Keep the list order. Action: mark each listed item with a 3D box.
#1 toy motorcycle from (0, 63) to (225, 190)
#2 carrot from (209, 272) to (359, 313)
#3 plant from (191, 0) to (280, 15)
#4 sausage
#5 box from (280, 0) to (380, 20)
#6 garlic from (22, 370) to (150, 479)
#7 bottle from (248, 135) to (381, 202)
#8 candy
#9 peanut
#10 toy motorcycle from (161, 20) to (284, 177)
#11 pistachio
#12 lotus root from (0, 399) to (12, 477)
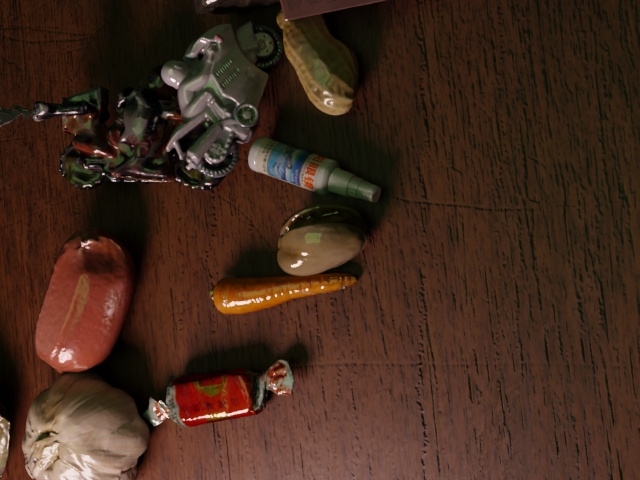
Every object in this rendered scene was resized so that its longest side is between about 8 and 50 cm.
[{"bbox_3d":[-0.346,-0.183,1.783,0.401,0.134,0.207,0,90,12],"label":"toy motorcycle"},{"bbox_3d":[-0.062,0.080,1.702,0.257,0.061,0.061,-6,88,23],"label":"carrot"},{"bbox_3d":[-0.142,-0.513,1.674,0.182,0.194,0.320,-8,93,23],"label":"plant"},{"bbox_3d":[-0.387,0.106,1.816,0.148,0.148,0.254,27,95,24],"label":"sausage"},{"bbox_3d":[0.030,-0.442,1.565,0.215,0.086,0.215,-9,115,12],"label":"box"},{"bbox_3d":[-0.399,0.331,1.818,0.228,0.152,0.227,-3,83,23],"label":"garlic"},{"bbox_3d":[-0.007,-0.103,1.672,0.217,0.060,0.060,21,100,23],"label":"bottle"},{"bbox_3d":[-0.165,0.248,1.751,0.292,0.059,0.086,-13,88,26],"label":"candy"},{"bbox_3d":[-0.002,-0.279,1.652,0.093,0.083,0.194,-29,77,18],"label":"peanut"},{"bbox_3d":[-0.166,-0.233,1.695,0.171,0.110,0.260,22,79,-3],"label":"toy motorcycle"},{"bbox_3d":[0.000,0.000,1.646,0.149,0.113,0.113,-10,86,19],"label":"pistachio"},{"bbox_3d":[-0.670,0.362,1.970,0.314,0.142,0.210,-40,111,16],"label":"lotus root"}]
